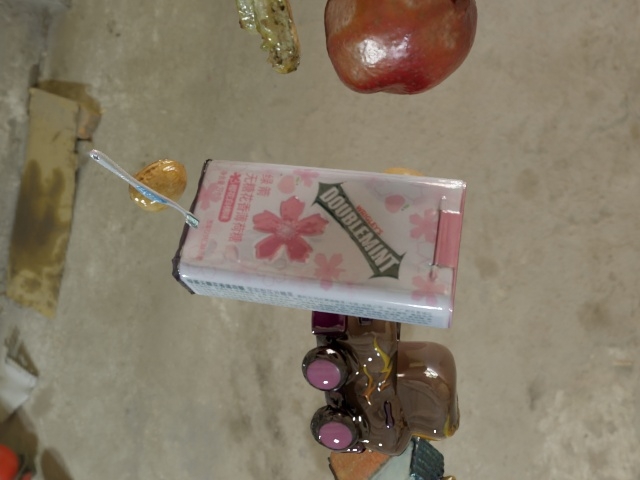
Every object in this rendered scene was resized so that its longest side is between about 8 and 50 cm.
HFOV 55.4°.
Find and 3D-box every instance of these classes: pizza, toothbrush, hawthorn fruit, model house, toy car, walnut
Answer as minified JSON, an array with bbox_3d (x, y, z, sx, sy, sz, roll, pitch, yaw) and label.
[{"bbox_3d":[-0.090,-0.375,0.917,0.090,0.323,0.223,-16,126,3],"label":"pizza"},{"bbox_3d":[-0.200,-0.059,0.711,0.014,0.162,0.017,-26,46,26],"label":"toothbrush"},{"bbox_3d":[0.093,-0.248,0.680,0.188,0.169,0.168,-13,83,62],"label":"hawthorn fruit"},{"bbox_3d":[0.191,0.498,1.352,0.291,0.184,0.253,-48,26,3],"label":"model house"},{"bbox_3d":[0.112,0.212,1.064,0.241,0.271,0.340,-5,111,13],"label":"toy car"},{"bbox_3d":[-0.463,-0.159,1.761,0.180,0.144,0.144,-37,69,-8],"label":"walnut"}]

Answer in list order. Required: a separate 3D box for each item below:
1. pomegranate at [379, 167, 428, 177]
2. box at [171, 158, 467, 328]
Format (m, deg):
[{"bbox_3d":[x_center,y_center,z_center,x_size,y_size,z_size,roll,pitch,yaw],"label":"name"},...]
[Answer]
[{"bbox_3d":[0.184,-0.071,1.360,0.191,0.191,0.191,1,92,32],"label":"pomegranate"},{"bbox_3d":[0.000,0.000,0.818,0.370,0.112,0.190,7,66,14],"label":"box"}]
